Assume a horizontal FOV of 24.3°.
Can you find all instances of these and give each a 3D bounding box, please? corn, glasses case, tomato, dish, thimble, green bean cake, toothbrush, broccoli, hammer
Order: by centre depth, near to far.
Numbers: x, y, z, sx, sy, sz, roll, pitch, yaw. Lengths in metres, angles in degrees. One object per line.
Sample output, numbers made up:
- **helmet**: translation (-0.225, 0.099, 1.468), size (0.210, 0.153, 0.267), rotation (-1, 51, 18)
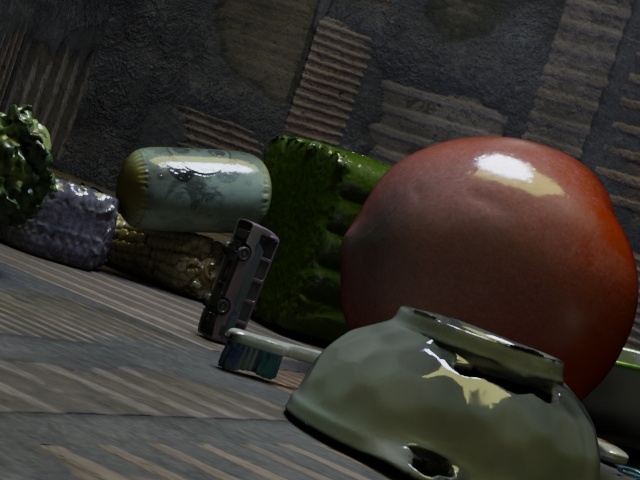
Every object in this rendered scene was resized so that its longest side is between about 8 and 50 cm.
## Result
- **dish**: translation (0.118, 0.132, 1.239), size (0.303, 0.120, 0.303), rotation (19, 0, 0)
- **toothbrush**: translation (0.082, 0.154, 1.473), size (0.418, 0.040, 0.042), rotation (18, 0, -31)
- **broccoli**: translation (-0.410, -0.124, 1.498), size (0.288, 0.245, 0.248), rotation (24, -11, -33)
- **tomato**: translation (0.173, 0.036, 1.607), size (0.321, 0.321, 0.321), rotation (19, 2, -1)
- **glasses case**: translation (0.324, 0.240, 1.713), size (0.032, 0.021, 0.083), rotation (17, 2, -22)
- **thimble**: translation (-0.326, -0.028, 1.855), size (0.150, 0.098, 0.150), rotation (18, 1, 0)
- **dish**: translation (0.357, 0.199, 1.880), size (0.324, 0.124, 0.324), rotation (12, 1, 0)
- **green bean cake**: translation (0.000, 0.000, 1.974), size (0.156, 0.250, 0.247), rotation (17, 1, -30)
- **corn**: translation (-0.221, 0.018, 1.979), size (0.211, 0.087, 0.087), rotation (13, -2, 30)
- **hammer**: translation (-0.199, -0.073, 2.014), size (0.202, 0.113, 0.305), rotation (4, 3, -22)

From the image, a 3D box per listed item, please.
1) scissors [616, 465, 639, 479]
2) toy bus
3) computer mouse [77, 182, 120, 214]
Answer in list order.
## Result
- **scissors**: translation (0.380, 0.266, 1.633), size (0.119, 0.014, 0.058), rotation (14, 8, -33)
- **toy bus**: translation (-0.086, 0.045, 1.570), size (0.052, 0.131, 0.037), rotation (22, -2, -34)
- **computer mouse**: translation (-0.385, -0.053, 2.412), size (0.146, 0.077, 0.242), rotation (21, 1, -1)
